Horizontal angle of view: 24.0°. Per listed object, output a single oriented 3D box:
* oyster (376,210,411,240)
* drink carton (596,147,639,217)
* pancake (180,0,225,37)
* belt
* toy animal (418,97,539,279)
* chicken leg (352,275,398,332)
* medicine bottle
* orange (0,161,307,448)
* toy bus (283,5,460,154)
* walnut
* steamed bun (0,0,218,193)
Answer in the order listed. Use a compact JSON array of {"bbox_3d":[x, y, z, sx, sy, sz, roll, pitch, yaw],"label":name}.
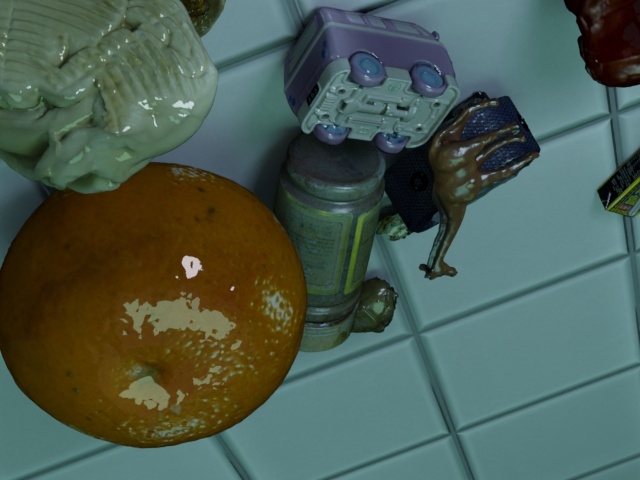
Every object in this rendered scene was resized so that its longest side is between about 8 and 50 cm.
[{"bbox_3d":[0.145,-0.043,2.321,0.132,0.029,0.086,-22,150,-2],"label":"oyster"},{"bbox_3d":[0.521,-0.106,2.384,0.071,0.056,0.166,14,134,-33],"label":"drink carton"},{"bbox_3d":[-0.186,-0.286,1.856,0.139,0.022,0.139,-12,144,-9],"label":"pancake"},{"bbox_3d":[0.194,-0.117,2.169,0.230,0.126,0.139,-35,169,21],"label":"belt"},{"bbox_3d":[0.196,-0.064,2.066,0.229,0.066,0.224,-37,129,6],"label":"toy animal"},{"bbox_3d":[0.050,0.131,2.477,0.198,0.069,0.085,-34,141,31],"label":"chicken leg"},{"bbox_3d":[0.000,0.000,2.180,0.151,0.151,0.322,-5,134,-18],"label":"medicine bottle"},{"bbox_3d":[-0.230,0.079,2.060,0.423,0.326,0.424,-4,125,-6],"label":"orange"},{"bbox_3d":[0.067,-0.212,1.966,0.202,0.142,0.142,6,137,-29],"label":"toy bus"},{"bbox_3d":[0.437,-0.337,1.940,0.269,0.244,0.222,-28,105,24],"label":"walnut"},{"bbox_3d":[-0.291,-0.177,1.760,0.289,0.276,0.203,-19,157,-19],"label":"steamed bun"}]
